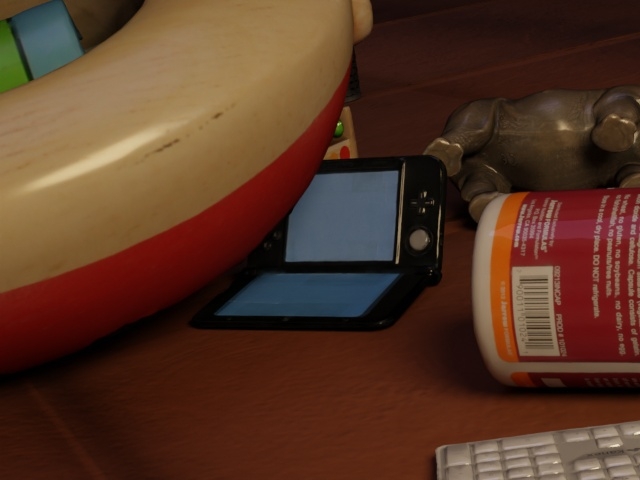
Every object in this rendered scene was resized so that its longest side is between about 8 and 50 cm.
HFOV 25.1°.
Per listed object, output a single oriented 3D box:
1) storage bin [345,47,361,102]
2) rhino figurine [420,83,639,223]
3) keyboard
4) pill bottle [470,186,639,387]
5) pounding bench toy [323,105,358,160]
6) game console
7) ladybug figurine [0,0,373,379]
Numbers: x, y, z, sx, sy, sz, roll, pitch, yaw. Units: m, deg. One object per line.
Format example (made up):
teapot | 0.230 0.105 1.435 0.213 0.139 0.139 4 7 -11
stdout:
storage bin | -0.064 -0.165 1.407 0.180 0.084 0.122 -17 17 -32
rhino figurine | 0.186 -0.062 0.902 0.243 0.073 0.106 -5 18 8
keyboard | 0.170 0.073 0.526 0.256 0.014 0.072 -7 15 5
pill bottle | 0.146 0.019 0.600 0.152 0.086 0.086 -2 17 23
pounding bench toy | -0.011 -0.084 1.074 0.052 0.083 0.065 2 19 37
game console | 0.000 0.000 0.793 0.122 0.107 0.071 -1 -11 27
ladybug figurine | -0.178 -0.035 0.761 0.449 0.162 0.305 -18 31 -4
